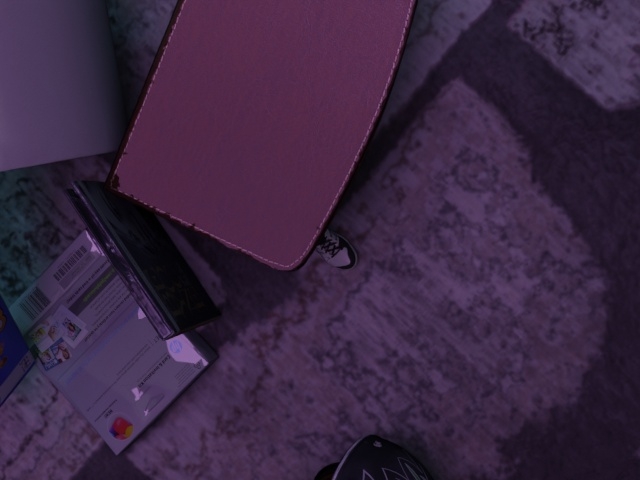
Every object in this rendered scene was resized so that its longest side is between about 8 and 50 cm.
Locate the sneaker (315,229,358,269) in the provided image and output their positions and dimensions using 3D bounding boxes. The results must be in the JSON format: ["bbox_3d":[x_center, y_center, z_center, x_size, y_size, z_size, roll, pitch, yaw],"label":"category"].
[{"bbox_3d":[0.000,0.000,1.711,0.083,0.037,0.032,42,103,5],"label":"sneaker"}]

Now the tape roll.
[{"bbox_3d":[-0.313,-0.148,1.669,0.246,0.246,0.169,-9,95,15],"label":"tape roll"}]

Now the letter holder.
[{"bbox_3d":[-0.034,-0.147,1.647,0.214,0.152,0.302,25,102,9],"label":"letter holder"}]

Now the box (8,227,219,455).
[{"bbox_3d":[-0.217,0.101,1.779,0.186,0.038,0.145,46,106,7],"label":"box"}]

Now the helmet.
[{"bbox_3d":[0.041,0.275,1.669,0.161,0.169,0.169,-21,91,32],"label":"helmet"}]

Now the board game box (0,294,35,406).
[{"bbox_3d":[-0.420,0.015,1.656,0.233,0.347,0.078,28,67,20],"label":"board game box"}]

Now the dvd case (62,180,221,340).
[{"bbox_3d":[-0.164,0.014,1.660,0.018,0.221,0.164,-34,87,8],"label":"dvd case"}]
